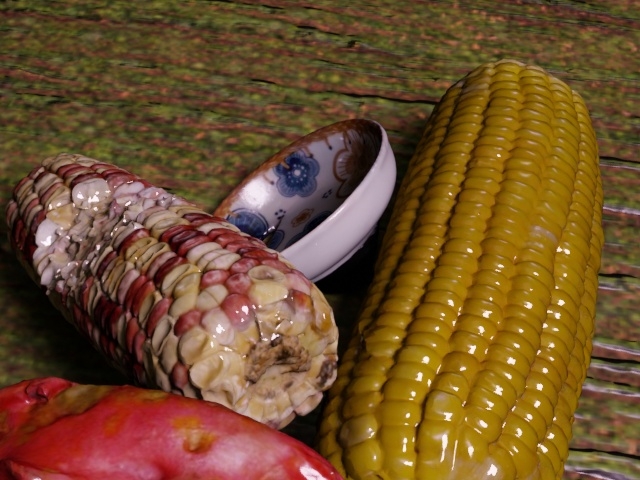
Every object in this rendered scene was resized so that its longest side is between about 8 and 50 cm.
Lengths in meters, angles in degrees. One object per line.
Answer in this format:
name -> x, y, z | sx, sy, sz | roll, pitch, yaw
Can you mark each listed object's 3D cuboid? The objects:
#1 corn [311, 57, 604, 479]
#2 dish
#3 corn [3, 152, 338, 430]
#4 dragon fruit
corn -> 0.089, 0.025, 0.718 | 0.131, 0.131, 0.344 | 11, 46, 9
dish -> 0.000, 0.000, 0.786 | 0.141, 0.078, 0.141 | -30, 25, 16
corn -> -0.096, 0.016, 0.704 | 0.098, 0.098, 0.290 | -26, 34, -25
dragon fruit -> -0.096, 0.163, 0.534 | 0.262, 0.134, 0.211 | 4, 33, 9
